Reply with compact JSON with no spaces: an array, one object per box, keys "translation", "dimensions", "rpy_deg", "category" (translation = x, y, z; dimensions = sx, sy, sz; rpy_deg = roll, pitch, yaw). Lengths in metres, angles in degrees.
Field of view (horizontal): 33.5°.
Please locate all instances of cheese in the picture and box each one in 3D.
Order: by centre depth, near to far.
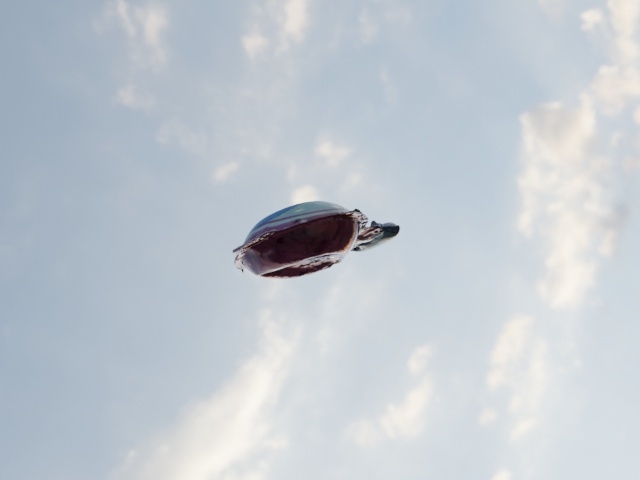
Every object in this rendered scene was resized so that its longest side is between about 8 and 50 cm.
[{"translation":[0.000,0.000,0.715],"dimensions":[0.145,0.095,0.038],"rpy_deg":[-1,-112,-53],"category":"cheese"}]
